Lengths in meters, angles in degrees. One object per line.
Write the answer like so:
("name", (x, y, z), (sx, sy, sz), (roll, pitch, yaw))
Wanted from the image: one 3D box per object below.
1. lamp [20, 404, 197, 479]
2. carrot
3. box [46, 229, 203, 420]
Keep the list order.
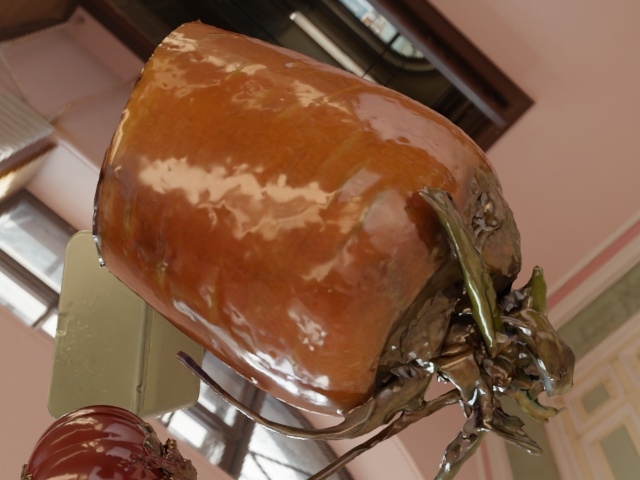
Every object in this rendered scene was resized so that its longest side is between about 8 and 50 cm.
("lamp", (-0.244, 0.303, 0.849), (0.227, 0.227, 0.227), (-48, -170, 11))
("carrot", (0.000, 0.000, 0.438), (0.214, 0.331, 0.193), (-34, 146, -51))
("box", (-0.361, 0.180, 1.472), (0.344, 0.177, 0.352), (35, 57, -75))
